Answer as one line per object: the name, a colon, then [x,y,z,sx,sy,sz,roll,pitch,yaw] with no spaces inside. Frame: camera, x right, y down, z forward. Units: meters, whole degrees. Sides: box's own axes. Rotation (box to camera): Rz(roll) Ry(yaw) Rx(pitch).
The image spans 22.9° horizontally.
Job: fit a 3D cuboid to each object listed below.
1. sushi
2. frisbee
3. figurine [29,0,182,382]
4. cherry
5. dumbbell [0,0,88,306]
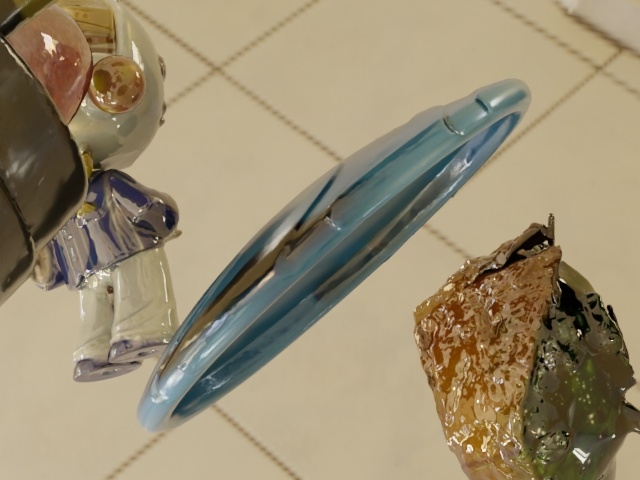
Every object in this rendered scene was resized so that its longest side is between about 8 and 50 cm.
sushi: [0.163,0.125,1.135,0.140,0.287,0.149,-21,19,11]
frisbee: [0.000,0.000,0.749,0.242,0.242,0.045,-39,82,-27]
figurine: [-0.151,-0.049,1.073,0.133,0.194,0.274,-4,50,-42]
cherry: [-0.190,-0.102,0.941,0.087,0.106,0.126,6,40,46]
dumbbell: [-0.104,-0.122,0.630,0.185,0.185,0.388,35,68,22]
